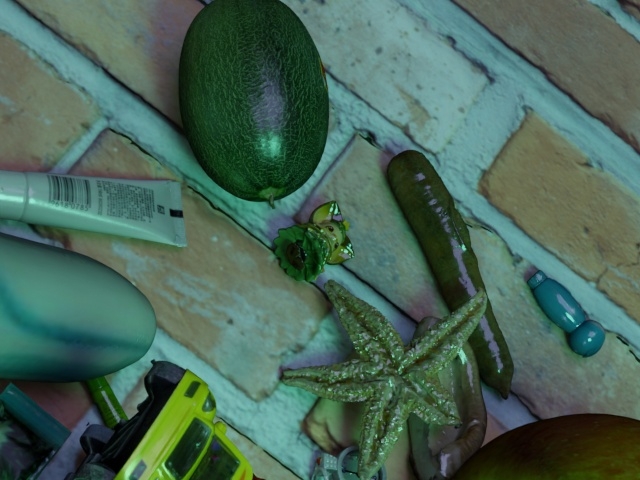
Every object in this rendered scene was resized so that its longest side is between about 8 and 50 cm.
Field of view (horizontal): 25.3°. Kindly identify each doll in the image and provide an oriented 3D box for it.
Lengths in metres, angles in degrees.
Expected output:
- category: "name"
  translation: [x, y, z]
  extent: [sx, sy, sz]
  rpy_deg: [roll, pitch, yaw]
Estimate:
- category: "doll"
  translation: [-0.010, 0.003, 1.753]
  extent: [0.113, 0.077, 0.078]
  rpy_deg: [-40, 113, -61]

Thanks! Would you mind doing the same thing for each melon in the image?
- category: "melon"
  translation: [-0.080, -0.165, 1.720]
  extent: [0.182, 0.182, 0.287]
  rpy_deg: [4, 65, -22]

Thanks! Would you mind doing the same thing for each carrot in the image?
- category: "carrot"
  translation: [0.174, 0.039, 1.803]
  extent: [0.070, 0.070, 0.342]
  rpy_deg: [-16, 75, -29]

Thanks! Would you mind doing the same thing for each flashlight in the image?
- category: "flashlight"
  translation: [0.316, 0.095, 1.847]
  extent: [0.051, 0.051, 0.129]
  rpy_deg: [-36, 81, -32]

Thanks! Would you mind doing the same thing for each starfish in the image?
- category: "starfish"
  translation: [0.076, 0.137, 1.671]
  extent: [0.231, 0.048, 0.295]
  rpy_deg: [31, 66, 16]

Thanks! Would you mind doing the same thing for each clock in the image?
- category: "clock"
  translation: [0.035, 0.297, 1.632]
  extent: [0.087, 0.041, 0.129]
  rpy_deg: [9, 58, -24]

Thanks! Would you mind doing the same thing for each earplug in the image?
- category: "earplug"
  translation: [-0.300, 0.076, 1.490]
  extent: [0.324, 0.185, 0.185]
  rpy_deg: [15, 58, -47]

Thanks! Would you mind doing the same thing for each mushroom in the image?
- category: "mushroom"
  translation: [0.152, 0.197, 1.710]
  extent: [0.094, 0.072, 0.209]
  rpy_deg: [4, 64, -18]

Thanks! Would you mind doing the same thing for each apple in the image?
- category: "apple"
  translation: [0.277, 0.348, 1.544]
  extent: [0.340, 0.339, 0.339]
  rpy_deg: [10, 63, -19]

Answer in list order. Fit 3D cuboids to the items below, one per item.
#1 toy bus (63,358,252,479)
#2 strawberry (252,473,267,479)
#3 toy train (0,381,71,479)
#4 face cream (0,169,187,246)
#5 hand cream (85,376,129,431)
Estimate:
- category: "toy bus"
  translation: [-0.175, 0.246, 1.395]
  extent: [0.152, 0.330, 0.144]
  rpy_deg: [37, 58, -7]
- category: "strawberry"
  translation: [-0.039, 0.370, 1.480]
  extent: [0.306, 0.233, 0.138]
  rpy_deg: [43, 78, 15]
- category: "toy train"
  translation: [-0.342, 0.241, 1.430]
  extent: [0.107, 0.154, 0.198]
  rpy_deg: [40, 56, -5]
- category: "face cream"
  translation: [-0.272, -0.044, 1.656]
  extent: [0.244, 0.058, 0.092]
  rpy_deg: [6, 58, -27]
- category: "hand cream"
  translation: [-0.223, 0.204, 1.574]
  extent: [0.036, 0.023, 0.122]
  rpy_deg: [-28, 80, -10]
